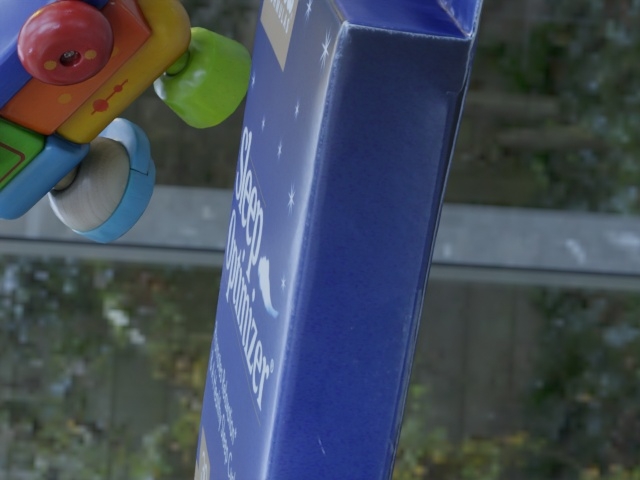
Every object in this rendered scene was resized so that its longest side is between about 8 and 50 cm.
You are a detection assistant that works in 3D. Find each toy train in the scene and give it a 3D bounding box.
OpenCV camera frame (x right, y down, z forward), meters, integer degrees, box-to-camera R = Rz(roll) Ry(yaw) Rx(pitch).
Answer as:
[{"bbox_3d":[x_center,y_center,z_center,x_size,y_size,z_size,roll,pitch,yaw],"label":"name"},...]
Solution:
[{"bbox_3d":[-0.085,-0.100,0.872,0.248,0.143,0.105,-41,46,23],"label":"toy train"}]

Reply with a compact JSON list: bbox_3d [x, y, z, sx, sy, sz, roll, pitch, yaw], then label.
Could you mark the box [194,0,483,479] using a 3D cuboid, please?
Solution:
[{"bbox_3d":[0.000,0.000,0.498,0.136,0.036,0.225,-111,30,-68],"label":"box"}]
